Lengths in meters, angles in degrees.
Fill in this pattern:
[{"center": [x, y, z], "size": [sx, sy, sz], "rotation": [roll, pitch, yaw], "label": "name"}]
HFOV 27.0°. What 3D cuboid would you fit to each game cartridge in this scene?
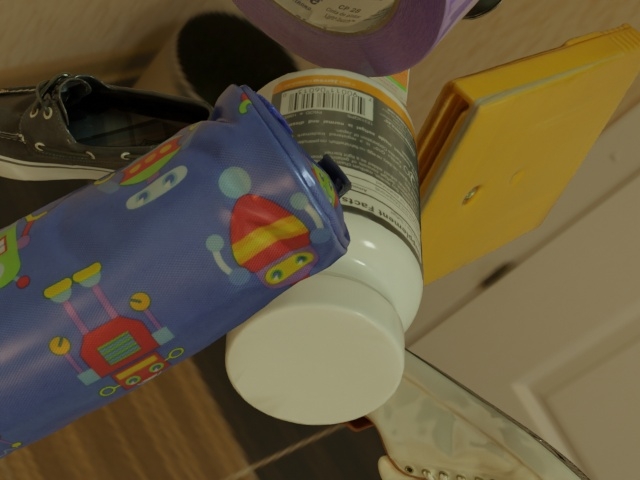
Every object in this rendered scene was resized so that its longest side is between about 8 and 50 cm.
[{"center": [0.186, -0.081, 1.380], "size": [0.053, 0.285, 0.324], "rotation": [44, 42, 21], "label": "game cartridge"}]

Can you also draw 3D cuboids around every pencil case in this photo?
[{"center": [-0.129, 0.022, 0.773], "size": [0.119, 0.306, 0.133], "rotation": [55, 6, -47], "label": "pencil case"}]

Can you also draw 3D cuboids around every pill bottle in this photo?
[{"center": [0.000, 0.000, 1.067], "size": [0.162, 0.162, 0.278], "rotation": [26, 39, -20], "label": "pill bottle"}]

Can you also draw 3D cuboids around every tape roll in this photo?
[{"center": [0.012, -0.272, 1.104], "size": [0.275, 0.275, 0.090], "rotation": [44, 59, -4], "label": "tape roll"}]

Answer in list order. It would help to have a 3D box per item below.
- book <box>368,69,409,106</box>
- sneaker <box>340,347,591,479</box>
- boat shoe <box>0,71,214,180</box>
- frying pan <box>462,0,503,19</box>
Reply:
[{"center": [0.076, -0.249, 1.658], "size": [0.096, 0.035, 0.144], "rotation": [35, 56, -46], "label": "book"}, {"center": [0.137, 0.210, 1.262], "size": [0.290, 0.123, 0.106], "rotation": [31, -4, 38], "label": "sneaker"}, {"center": [-0.167, -0.084, 0.947], "size": [0.228, 0.076, 0.080], "rotation": [15, 55, 20], "label": "boat shoe"}, {"center": [0.215, -0.368, 1.596], "size": [0.053, 0.326, 0.197], "rotation": [-6, 97, -38], "label": "frying pan"}]
